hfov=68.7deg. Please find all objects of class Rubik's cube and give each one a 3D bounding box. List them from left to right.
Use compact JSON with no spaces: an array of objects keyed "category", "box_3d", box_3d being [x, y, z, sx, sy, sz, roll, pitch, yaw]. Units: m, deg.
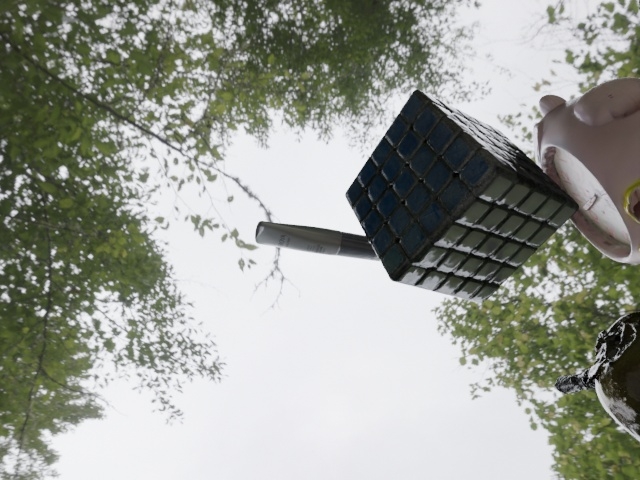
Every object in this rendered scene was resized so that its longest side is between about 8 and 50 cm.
[{"category":"Rubik's cube","box_3d":[0.220,-0.068,0.779,0.238,0.237,0.237,13,-143,-34]}]

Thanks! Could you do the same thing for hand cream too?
[{"category":"hand cream","box_3d":[0.000,0.000,0.915,0.255,0.079,0.048,7,-127,-9]}]

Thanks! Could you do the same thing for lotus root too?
[{"category":"lotus root","box_3d":[0.458,0.196,0.532,0.274,0.152,0.160,30,-68,10]}]

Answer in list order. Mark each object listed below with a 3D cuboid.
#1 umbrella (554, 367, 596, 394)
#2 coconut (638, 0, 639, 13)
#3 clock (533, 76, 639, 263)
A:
[{"category":"umbrella","box_3d":[0.468,0.244,0.817,0.040,0.144,0.037,-17,-109,-18]},{"category":"coconut","box_3d":[0.598,-0.426,0.809,0.096,0.088,0.088,38,-110,6]},{"category":"clock","box_3d":[0.589,-0.153,0.901,0.250,0.368,0.377,-32,-154,9]}]
